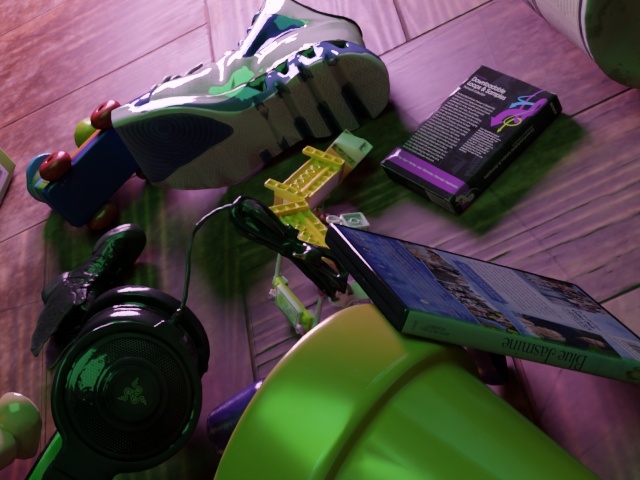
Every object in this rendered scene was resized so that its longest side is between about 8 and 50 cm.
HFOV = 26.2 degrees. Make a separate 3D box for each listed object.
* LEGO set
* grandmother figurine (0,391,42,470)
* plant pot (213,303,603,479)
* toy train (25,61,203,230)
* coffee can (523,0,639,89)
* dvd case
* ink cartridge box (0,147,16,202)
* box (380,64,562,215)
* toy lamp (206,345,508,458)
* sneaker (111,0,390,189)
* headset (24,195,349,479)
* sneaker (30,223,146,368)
[{"bbox_3d":[0.000,0.000,1.399,0.132,0.107,0.287,2,35,-11],"label":"LEGO set"},{"bbox_3d":[-0.420,0.240,1.251,0.208,0.104,0.342,-5,18,33],"label":"grandmother figurine"},{"bbox_3d":[0.084,0.207,1.011,0.239,0.254,0.254,25,66,29],"label":"plant pot"},{"bbox_3d":[-0.253,-0.129,1.686,0.248,0.105,0.143,-48,28,-16],"label":"toy train"},{"bbox_3d":[0.288,-0.301,1.390,0.201,0.201,0.275,-34,40,1],"label":"coffee can"},{"bbox_3d":[0.142,0.052,1.107,0.022,0.253,0.180,-70,24,15],"label":"dvd case"},{"bbox_3d":[-0.559,-0.100,1.791,0.255,0.189,0.097,-10,47,29],"label":"ink cartridge box"},{"bbox_3d":[0.156,-0.107,1.423,0.162,0.029,0.116,-45,41,-10],"label":"box"},{"bbox_3d":[0.028,0.137,1.230,0.274,0.080,0.080,-20,42,18],"label":"toy lamp"},{"bbox_3d":[-0.075,-0.182,1.600,0.315,0.127,0.182,-17,38,10],"label":"sneaker"},{"bbox_3d":[-0.148,0.137,1.264,0.394,0.185,0.243,-56,9,9],"label":"headset"},{"bbox_3d":[-0.254,0.060,1.528,0.170,0.051,0.089,-37,39,4],"label":"sneaker"}]
